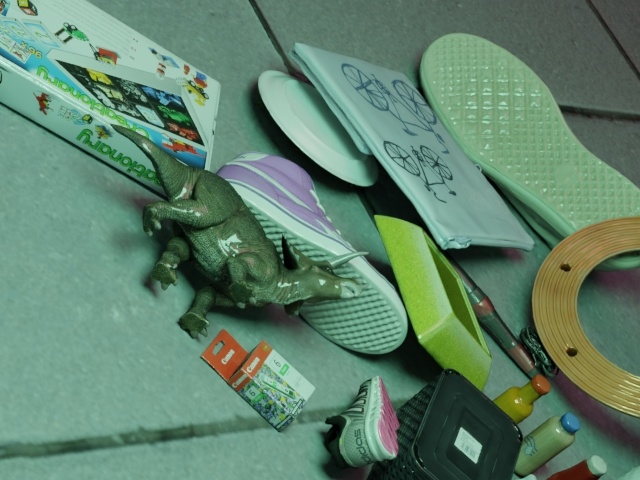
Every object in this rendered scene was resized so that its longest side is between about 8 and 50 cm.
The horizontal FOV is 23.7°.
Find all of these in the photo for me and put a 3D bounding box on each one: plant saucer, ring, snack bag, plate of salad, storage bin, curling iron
[{"bbox_3d":[0.142,0.073,1.795,0.188,0.045,0.188,48,19,-52],"label":"plant saucer"},{"bbox_3d":[0.440,0.102,1.976,0.336,0.032,0.337,1,50,-1],"label":"ring"},{"bbox_3d":[0.128,-0.111,1.992,0.342,0.037,0.323,54,21,18],"label":"snack bag"},{"bbox_3d":[-0.007,-0.137,1.927,0.200,0.048,0.200,37,24,-19],"label":"plate of salad"},{"bbox_3d":[0.136,0.240,1.648,0.122,0.084,0.180,42,32,-7],"label":"storage bin"},{"bbox_3d":[0.202,0.076,1.941,0.274,0.035,0.068,45,29,-3],"label":"curling iron"}]

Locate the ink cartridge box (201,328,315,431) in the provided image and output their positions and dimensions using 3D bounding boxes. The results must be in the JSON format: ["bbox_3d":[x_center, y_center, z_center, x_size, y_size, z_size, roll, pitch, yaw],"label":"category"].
[{"bbox_3d":[-0.064,0.138,1.584,0.115,0.029,0.063,44,33,-4],"label":"ink cartridge box"}]

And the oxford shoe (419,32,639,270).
[{"bbox_3d":[0.304,-0.116,2.190,0.169,0.130,0.449,-40,75,-13],"label":"oxford shoe"}]

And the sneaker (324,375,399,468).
[{"bbox_3d":[0.040,0.195,1.610,0.170,0.074,0.063,-80,148,-75],"label":"sneaker"}]

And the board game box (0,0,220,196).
[{"bbox_3d":[-0.255,-0.183,1.696,0.305,0.053,0.193,31,35,-22],"label":"board game box"}]

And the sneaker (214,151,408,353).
[{"bbox_3d":[0.000,-0.001,1.744,0.282,0.102,0.161,41,30,-7],"label":"sneaker"}]

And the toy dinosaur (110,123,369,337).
[{"bbox_3d":[-0.110,-0.001,1.607,0.313,0.121,0.160,40,32,1],"label":"toy dinosaur"}]

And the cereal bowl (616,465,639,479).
[{"bbox_3d":[0.443,0.384,1.631,0.339,0.141,0.339,5,72,-15],"label":"cereal bowl"}]

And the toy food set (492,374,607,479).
[{"bbox_3d":[0.259,0.275,1.724,0.111,0.104,0.232,23,39,-30],"label":"toy food set"}]
